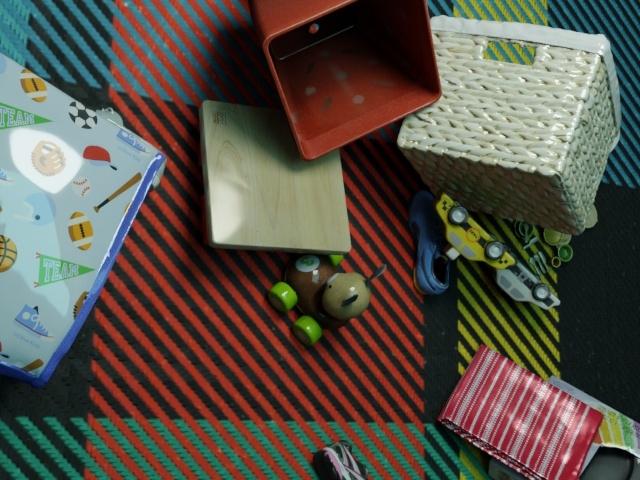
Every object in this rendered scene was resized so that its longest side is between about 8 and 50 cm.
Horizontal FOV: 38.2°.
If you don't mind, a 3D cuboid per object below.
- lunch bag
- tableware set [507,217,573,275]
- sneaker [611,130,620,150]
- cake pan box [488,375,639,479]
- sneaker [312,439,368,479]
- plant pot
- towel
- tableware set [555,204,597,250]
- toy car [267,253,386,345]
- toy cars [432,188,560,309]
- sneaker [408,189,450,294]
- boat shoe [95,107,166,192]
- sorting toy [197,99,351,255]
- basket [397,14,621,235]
[{"bbox_3d":[-0.462,-0.022,1.317,0.328,0.239,0.385,30,60,-23],"label":"lunch bag"},{"bbox_3d":[0.468,-0.010,1.941,0.104,0.024,0.154,-32,98,-18],"label":"tableware set"},{"bbox_3d":[0.494,-0.206,1.943,0.350,0.131,0.148,-37,103,-29],"label":"sneaker"},{"bbox_3d":[0.497,0.421,1.775,0.267,0.070,0.246,31,61,27],"label":"cake pan box"},{"bbox_3d":[0.061,0.430,1.619,0.077,0.072,0.178,-30,101,-41],"label":"sneaker"},{"bbox_3d":[0.017,-0.342,1.545,0.267,0.236,0.267,-26,138,-6],"label":"plant pot"},{"bbox_3d":[0.385,0.337,1.756,0.275,0.031,0.199,30,59,12],"label":"towel"},{"bbox_3d":[0.527,-0.067,2.000,0.168,0.020,0.141,-36,98,-28],"label":"tableware set"},{"bbox_3d":[0.030,0.082,1.595,0.155,0.188,0.149,-42,102,-29],"label":"toy car"},{"bbox_3d":[0.324,0.038,1.779,0.087,0.176,0.393,-46,136,9],"label":"toy cars"},{"bbox_3d":[0.219,0.000,1.781,0.069,0.082,0.209,3,78,-27],"label":"sneaker"},{"bbox_3d":[-0.350,-0.169,1.503,0.227,0.079,0.081,37,56,-24],"label":"boat shoe"},{"bbox_3d":[-0.091,-0.094,1.604,0.255,0.089,0.257,4,68,-28],"label":"sorting toy"},{"bbox_3d":[0.350,-0.205,1.693,0.331,0.328,0.266,40,67,-61],"label":"basket"}]
